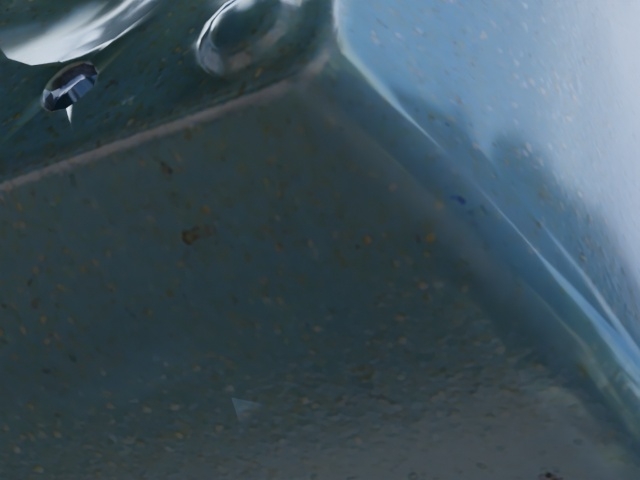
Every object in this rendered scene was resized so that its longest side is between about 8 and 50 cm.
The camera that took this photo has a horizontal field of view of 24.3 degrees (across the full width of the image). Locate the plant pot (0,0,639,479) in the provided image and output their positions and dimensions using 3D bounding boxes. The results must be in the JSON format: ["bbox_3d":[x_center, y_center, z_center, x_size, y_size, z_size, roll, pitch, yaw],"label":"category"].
[{"bbox_3d":[0.000,0.000,0.465,0.248,0.252,0.247,-17,-136,23],"label":"plant pot"}]
